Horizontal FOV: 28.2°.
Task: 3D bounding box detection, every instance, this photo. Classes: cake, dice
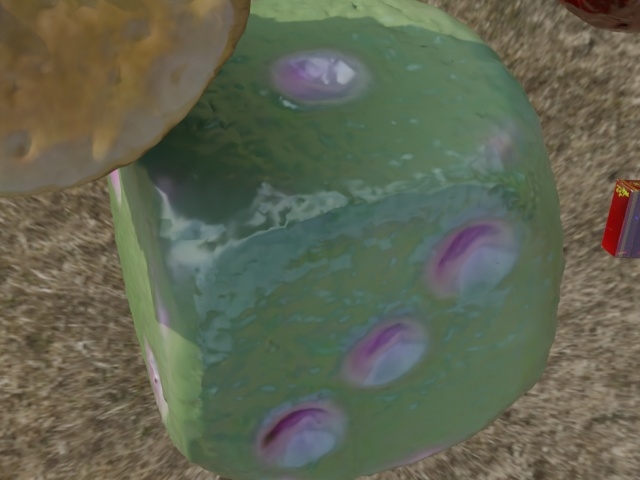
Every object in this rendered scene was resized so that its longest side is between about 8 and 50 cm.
[{"bbox_3d":[-0.228,-0.201,0.841,0.332,0.321,0.332,-3,101,-18],"label":"cake"},{"bbox_3d":[0.000,0.000,1.071,0.322,0.330,0.318,-10,41,-14],"label":"dice"}]

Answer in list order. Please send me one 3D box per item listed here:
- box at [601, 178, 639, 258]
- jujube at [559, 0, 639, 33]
[{"bbox_3d":[0.240,-0.014,0.882,0.082,0.023,0.051,1,112,-18],"label":"box"},{"bbox_3d":[0.233,-0.277,1.079,0.168,0.168,0.236,-38,50,-4],"label":"jujube"}]
